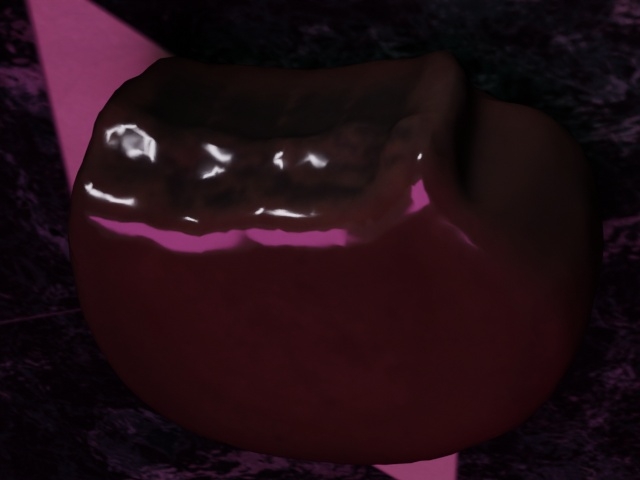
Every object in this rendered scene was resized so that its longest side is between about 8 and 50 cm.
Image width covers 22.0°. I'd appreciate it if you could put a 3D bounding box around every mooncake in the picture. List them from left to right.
[{"bbox_3d":[0.000,0.000,1.066,0.334,0.174,0.326,40,133,-23],"label":"mooncake"}]
